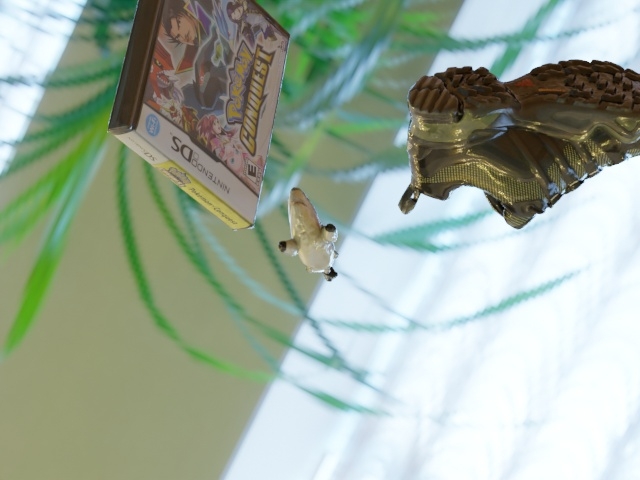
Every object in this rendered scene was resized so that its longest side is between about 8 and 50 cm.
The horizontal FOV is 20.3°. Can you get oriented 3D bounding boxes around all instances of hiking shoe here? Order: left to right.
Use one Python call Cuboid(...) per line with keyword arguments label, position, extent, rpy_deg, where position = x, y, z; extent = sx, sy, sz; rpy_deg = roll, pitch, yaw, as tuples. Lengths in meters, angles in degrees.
Cuboid(label="hiking shoe", position=(0.166, -0.067, 1.316), extent=(0.227, 0.114, 0.086), rpy_deg=(0, -147, -14))

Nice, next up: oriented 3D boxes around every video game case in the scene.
Cuboid(label="video game case", position=(-0.134, -0.187, 2.076), extent=(0.035, 0.274, 0.248), rpy_deg=(-7, 150, 33))

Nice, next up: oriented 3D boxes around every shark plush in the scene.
Cuboid(label="shark plush", position=(0.000, 0.000, 2.223), extent=(0.161, 0.073, 0.067), rpy_deg=(46, -160, -50))
